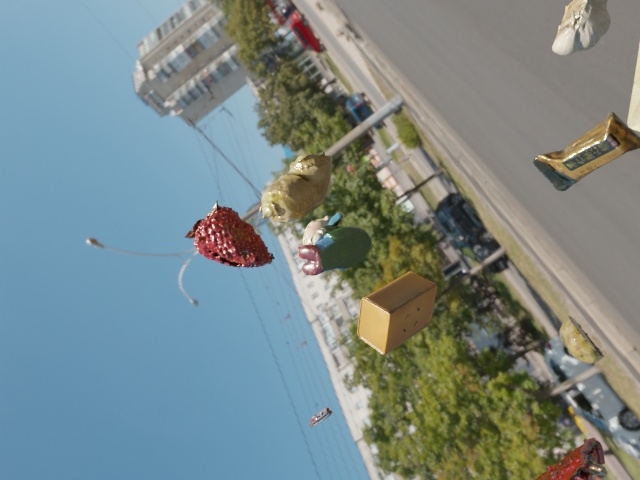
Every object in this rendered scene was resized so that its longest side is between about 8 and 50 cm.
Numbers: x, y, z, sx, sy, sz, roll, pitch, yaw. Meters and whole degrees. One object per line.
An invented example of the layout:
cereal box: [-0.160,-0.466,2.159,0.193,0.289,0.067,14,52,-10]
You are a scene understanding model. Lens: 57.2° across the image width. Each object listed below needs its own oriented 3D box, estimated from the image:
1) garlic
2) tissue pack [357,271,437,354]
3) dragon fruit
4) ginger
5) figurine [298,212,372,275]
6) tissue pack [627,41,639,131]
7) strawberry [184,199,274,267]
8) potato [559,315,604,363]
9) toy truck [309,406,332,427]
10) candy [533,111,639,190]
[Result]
garlic: [0.826,-0.677,1.829,0.142,0.229,0.178,32,-172,1]
tissue pack: [0.281,0.256,2.156,0.145,0.274,0.194,31,130,35]
dragon fruit: [0.332,0.471,0.957,0.100,0.343,0.282,54,-160,25]
ginger: [-0.062,-0.132,1.578,0.138,0.267,0.152,11,146,42]
figurine: [0.000,0.015,1.410,0.234,0.185,0.127,21,133,57]
tissue pack: [0.835,-0.339,1.255,0.167,0.274,0.200,-119,20,-59]
strawberry: [-0.253,0.022,1.621,0.228,0.174,0.098,43,-148,-3]
potato: [0.812,0.322,1.864,0.164,0.081,0.200,51,-165,6]
toy truck: [-0.002,0.510,1.690,0.024,0.083,0.032,46,-149,-6]
candy: [0.724,-0.239,1.614,0.143,0.271,0.101,41,-131,-10]
